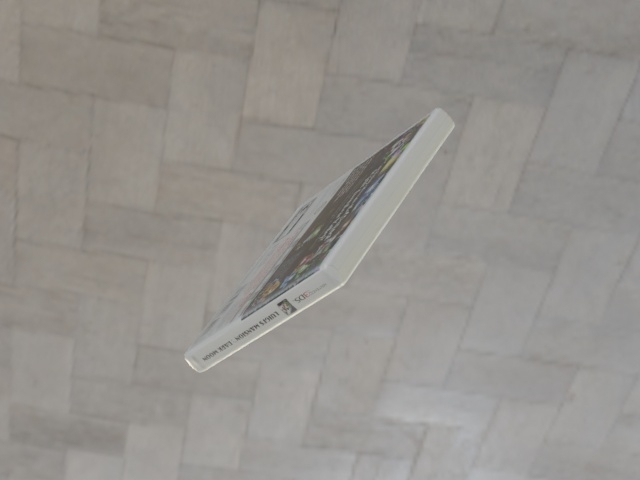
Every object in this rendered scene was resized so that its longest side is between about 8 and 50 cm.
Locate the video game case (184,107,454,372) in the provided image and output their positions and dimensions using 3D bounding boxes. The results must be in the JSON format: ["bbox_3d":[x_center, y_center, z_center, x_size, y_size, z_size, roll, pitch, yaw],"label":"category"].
[{"bbox_3d":[0.000,0.000,0.965,0.022,0.190,0.173,46,136,-10],"label":"video game case"}]
